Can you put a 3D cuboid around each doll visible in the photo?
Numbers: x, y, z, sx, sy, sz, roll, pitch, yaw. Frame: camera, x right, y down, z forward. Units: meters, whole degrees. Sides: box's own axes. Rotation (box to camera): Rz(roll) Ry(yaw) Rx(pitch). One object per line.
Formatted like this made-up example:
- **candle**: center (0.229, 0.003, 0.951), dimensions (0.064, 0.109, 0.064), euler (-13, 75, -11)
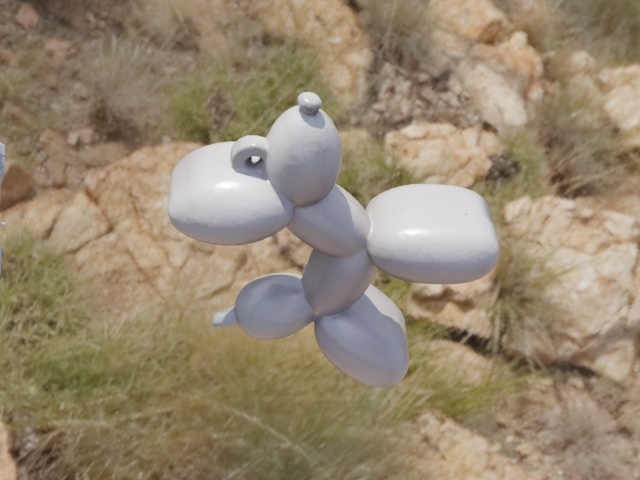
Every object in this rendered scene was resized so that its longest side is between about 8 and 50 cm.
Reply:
- **doll**: center (0.000, 0.000, 0.506), dimensions (0.160, 0.161, 0.059), euler (16, 42, -17)

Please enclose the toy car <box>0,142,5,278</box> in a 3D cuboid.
- **toy car**: center (-0.355, -0.039, 1.003), dimensions (0.080, 0.070, 0.170), euler (2, 85, -26)
